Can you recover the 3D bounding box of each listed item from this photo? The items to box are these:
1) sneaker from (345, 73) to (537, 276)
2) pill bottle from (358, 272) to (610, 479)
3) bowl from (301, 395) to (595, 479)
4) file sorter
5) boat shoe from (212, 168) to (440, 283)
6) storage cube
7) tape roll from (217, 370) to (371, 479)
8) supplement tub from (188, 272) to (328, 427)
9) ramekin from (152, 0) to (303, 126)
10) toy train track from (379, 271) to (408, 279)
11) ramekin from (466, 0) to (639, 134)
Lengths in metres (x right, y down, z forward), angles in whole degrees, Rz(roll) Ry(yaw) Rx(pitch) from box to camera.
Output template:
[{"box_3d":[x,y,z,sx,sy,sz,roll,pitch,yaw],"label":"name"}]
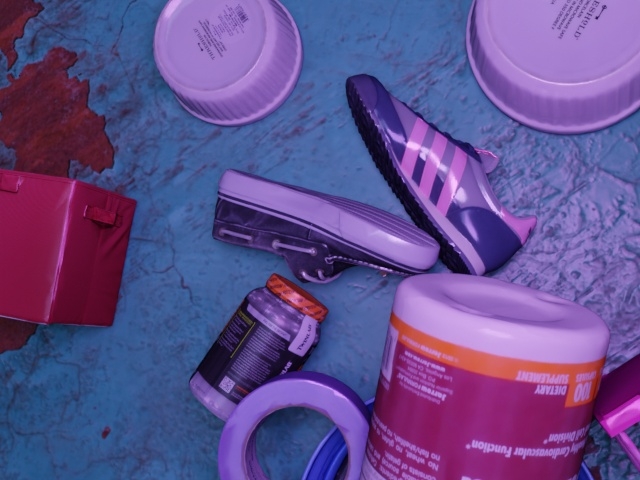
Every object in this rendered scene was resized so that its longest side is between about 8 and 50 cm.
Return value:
[{"box_3d":[0.155,-0.103,1.163,0.131,0.112,0.319,-32,82,-8],"label":"sneaker"},{"box_3d":[0.155,0.249,0.940,0.224,0.224,0.392,12,101,15],"label":"pill bottle"},{"box_3d":[0.160,0.372,1.108,0.391,0.077,0.391,-2,83,13],"label":"bowl"},{"box_3d":[0.427,0.200,0.957,0.202,0.291,0.182,-35,80,7],"label":"file sorter"},{"box_3d":[0.000,0.000,1.177,0.335,0.121,0.119,20,101,31],"label":"boat shoe"},{"box_3d":[-0.393,0.011,1.229,0.215,0.184,0.193,9,86,14],"label":"storage cube"},{"box_3d":[-0.025,0.257,1.071,0.189,0.080,0.189,0,89,6],"label":"tape roll"},{"box_3d":[-0.078,0.146,1.172,0.117,0.117,0.190,35,93,15],"label":"supplement tub"},{"box_3d":[-0.137,-0.273,1.241,0.207,0.109,0.207,-2,82,14],"label":"ramekin"},{"box_3d":[0.112,0.043,1.193,0.048,0.014,0.083,-43,81,-2],"label":"toy train track"},{"box_3d":[0.317,-0.281,1.123,0.273,0.127,0.273,-2,82,14],"label":"ramekin"}]
